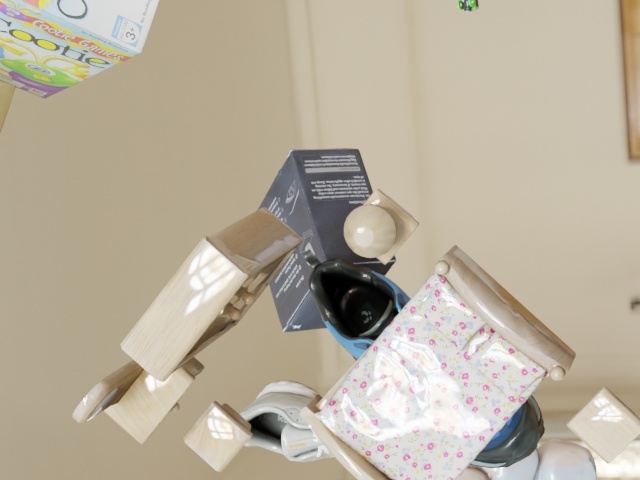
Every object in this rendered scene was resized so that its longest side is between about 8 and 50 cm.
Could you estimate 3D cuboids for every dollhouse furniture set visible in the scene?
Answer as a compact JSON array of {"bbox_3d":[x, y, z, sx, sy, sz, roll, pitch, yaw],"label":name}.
[{"bbox_3d":[0.022,0.151,1.210,0.303,0.355,0.174,-50,-6,18],"label":"dollhouse furniture set"}]

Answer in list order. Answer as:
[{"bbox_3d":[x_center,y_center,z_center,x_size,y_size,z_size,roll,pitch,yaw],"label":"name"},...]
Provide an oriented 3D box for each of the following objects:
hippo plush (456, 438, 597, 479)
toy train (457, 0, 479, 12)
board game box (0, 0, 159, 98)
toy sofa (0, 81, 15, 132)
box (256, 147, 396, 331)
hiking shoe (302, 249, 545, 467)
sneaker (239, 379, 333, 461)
[{"bbox_3d":[0.205,0.339,1.708,0.236,0.294,0.234,-23,44,68],"label":"hippo plush"},{"bbox_3d":[0.137,-0.254,1.412,0.024,0.017,0.083,4,-101,-52],"label":"toy train"},{"bbox_3d":[-0.268,-0.249,1.482,0.142,0.275,0.144,22,-104,-25],"label":"board game box"},{"bbox_3d":[-0.535,-0.189,2.160,0.150,0.177,0.362,35,-139,-27],"label":"toy sofa"},{"bbox_3d":[0.000,0.000,1.748,0.156,0.093,0.158,123,137,-52],"label":"box"},{"bbox_3d":[0.094,0.127,1.543,0.113,0.304,0.132,-53,-35,-2],"label":"hiking shoe"},{"bbox_3d":[0.016,0.235,1.817,0.121,0.262,0.099,-26,-68,-60],"label":"sneaker"}]
